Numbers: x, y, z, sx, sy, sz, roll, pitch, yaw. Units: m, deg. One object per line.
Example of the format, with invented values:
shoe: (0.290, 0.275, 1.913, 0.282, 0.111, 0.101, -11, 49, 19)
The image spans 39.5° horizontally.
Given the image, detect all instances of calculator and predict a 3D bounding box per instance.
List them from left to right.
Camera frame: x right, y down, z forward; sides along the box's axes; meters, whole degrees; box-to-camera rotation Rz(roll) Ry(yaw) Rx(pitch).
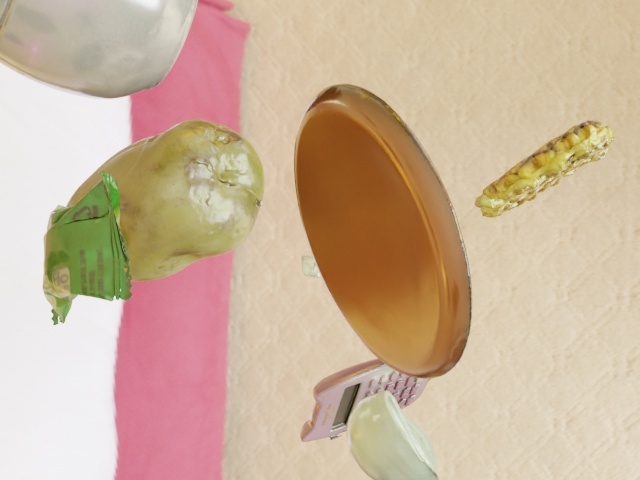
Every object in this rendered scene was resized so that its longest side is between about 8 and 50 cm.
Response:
calculator: (0.097, 0.289, 1.706, 0.043, 0.294, 0.194, 55, 145, 37)

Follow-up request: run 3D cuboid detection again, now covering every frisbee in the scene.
frisbee: (0.040, -0.003, 0.723, 0.251, 0.021, 0.251, 48, 150, 40)

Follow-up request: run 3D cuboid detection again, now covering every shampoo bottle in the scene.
shampoo bottle: (-0.297, -0.317, 1.061, 0.273, 0.266, 0.273, -40, 42, 49)

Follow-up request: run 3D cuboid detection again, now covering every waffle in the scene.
waffle: (0.350, -0.104, 1.392, 0.238, 0.243, 0.058, -35, 78, 19)

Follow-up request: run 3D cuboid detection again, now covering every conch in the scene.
conch: (0.119, 0.331, 1.426, 0.185, 0.221, 0.121, 28, 74, 33)

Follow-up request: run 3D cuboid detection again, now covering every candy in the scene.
candy: (-0.272, 0.008, 0.994, 0.203, 0.078, 0.141, -21, 56, 53)

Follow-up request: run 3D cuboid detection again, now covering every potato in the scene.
potato: (-0.252, -0.052, 1.362, 0.351, 0.202, 0.218, -24, 72, 5)

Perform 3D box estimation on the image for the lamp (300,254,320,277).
lamp: (0.000, 0.000, 1.736, 0.198, 0.050, 0.056, 111, 161, -52)
